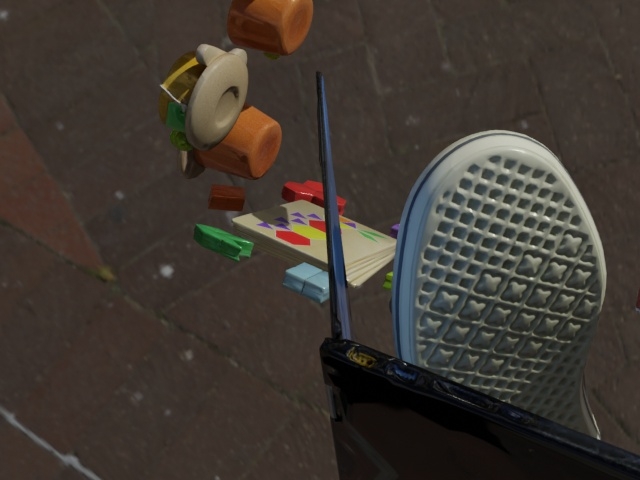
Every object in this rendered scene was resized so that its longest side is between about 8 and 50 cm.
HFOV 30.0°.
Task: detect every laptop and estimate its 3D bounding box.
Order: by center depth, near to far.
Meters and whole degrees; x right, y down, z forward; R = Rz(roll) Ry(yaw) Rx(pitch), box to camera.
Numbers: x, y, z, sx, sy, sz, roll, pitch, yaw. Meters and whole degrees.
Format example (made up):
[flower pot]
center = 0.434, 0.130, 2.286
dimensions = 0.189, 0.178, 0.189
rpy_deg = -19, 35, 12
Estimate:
[laptop]
center = 0.126, 0.145, 0.821
dimensions = 0.408, 0.382, 0.236
rpy_deg = 19, 50, 27

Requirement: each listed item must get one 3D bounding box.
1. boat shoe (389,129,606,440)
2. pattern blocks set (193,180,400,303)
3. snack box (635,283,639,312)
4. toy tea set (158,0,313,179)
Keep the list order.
[boat shoe]
center = 0.156, 0.085, 1.074
dimensions = 0.187, 0.500, 0.156
rpy_deg = -22, 45, -1
[pattern blocks set]
center = 0.000, 0.000, 1.326
dimensions = 0.285, 0.325, 0.026
rpy_deg = 27, 110, 29
[snack box]
center = 0.304, -0.024, 0.984
dimensions = 0.022, 0.064, 0.178
rpy_deg = 18, 101, 62
[toy tea set]
center = -0.096, -0.197, 1.031
dimensions = 0.124, 0.336, 0.200
rpy_deg = 25, 28, 19
